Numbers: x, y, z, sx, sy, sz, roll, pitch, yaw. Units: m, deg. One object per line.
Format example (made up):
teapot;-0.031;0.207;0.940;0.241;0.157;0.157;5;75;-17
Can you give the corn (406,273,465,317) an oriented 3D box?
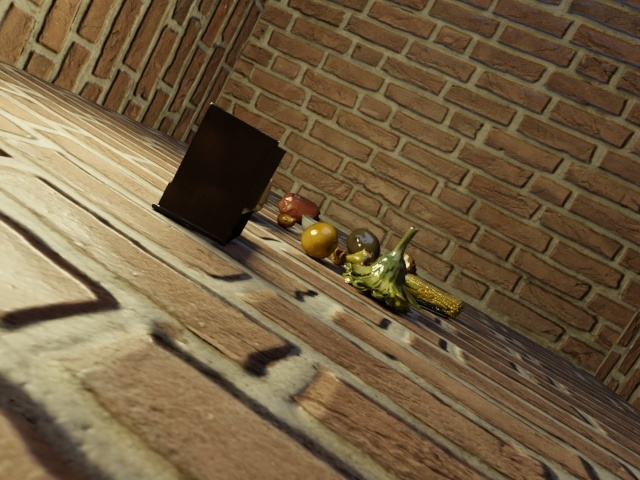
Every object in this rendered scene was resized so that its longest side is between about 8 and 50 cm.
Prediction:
corn;0.522;0.257;1.945;0.313;0.101;0.102;29;6;22

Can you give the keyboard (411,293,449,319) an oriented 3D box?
keyboard;0.427;0.266;1.773;0.317;0.027;0.106;25;8;-32

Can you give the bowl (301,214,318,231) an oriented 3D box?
bowl;-0.024;-0.042;1.968;0.189;0.086;0.189;30;7;-4

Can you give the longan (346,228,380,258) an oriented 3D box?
longan;0.220;0.032;2.105;0.189;0.189;0.189;29;6;-3

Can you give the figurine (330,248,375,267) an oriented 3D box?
figurine;0.124;0.089;1.612;0.176;0.121;0.122;18;-32;23

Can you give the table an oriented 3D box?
table;-0.243;-0.168;1.067;0.196;0.281;0.250;29;7;-4

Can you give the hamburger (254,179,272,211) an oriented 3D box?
hamburger;-0.328;-0.218;1.601;0.300;0.176;0.300;30;7;-4

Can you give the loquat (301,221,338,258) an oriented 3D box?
loquat;0.000;0.000;1.485;0.141;0.141;0.141;29;6;-3

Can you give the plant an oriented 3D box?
plant;0.207;0.101;1.409;0.262;0.296;0.306;-1;12;21

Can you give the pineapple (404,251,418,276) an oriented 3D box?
pineapple;0.481;0.169;2.312;0.158;0.157;0.279;33;-5;36

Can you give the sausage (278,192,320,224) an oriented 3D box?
sausage;-0.118;-0.174;2.353;0.280;0.152;0.152;22;9;-39

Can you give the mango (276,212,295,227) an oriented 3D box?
mango;-0.159;-0.088;1.847;0.077;0.063;0.127;21;4;-24

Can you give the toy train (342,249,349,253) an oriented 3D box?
toy train;0.125;0.062;2.114;0.017;0.017;0.083;29;5;24
